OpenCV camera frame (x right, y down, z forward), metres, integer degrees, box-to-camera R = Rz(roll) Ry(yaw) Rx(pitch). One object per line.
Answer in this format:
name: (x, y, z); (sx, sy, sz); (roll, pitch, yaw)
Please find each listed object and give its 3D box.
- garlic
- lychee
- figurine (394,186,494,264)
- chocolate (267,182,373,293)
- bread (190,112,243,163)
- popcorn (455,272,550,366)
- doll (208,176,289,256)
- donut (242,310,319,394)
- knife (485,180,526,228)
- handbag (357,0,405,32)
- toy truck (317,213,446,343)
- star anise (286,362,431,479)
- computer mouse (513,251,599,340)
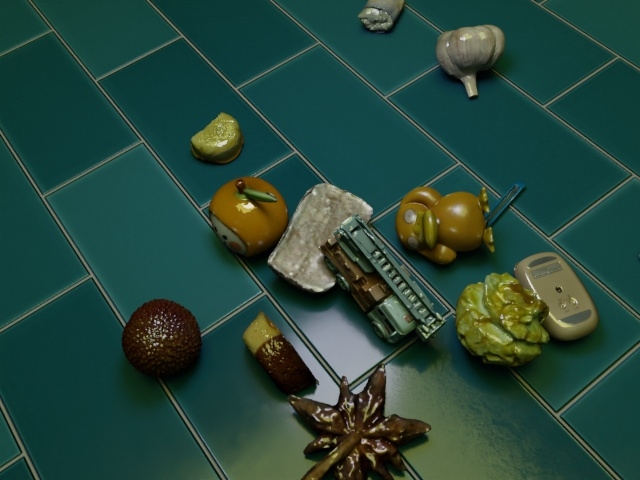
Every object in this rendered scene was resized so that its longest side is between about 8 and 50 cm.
garlic: (0.449, -0.538, 2.009); (0.219, 0.218, 0.211); (-5, 98, 1)
lychee: (-0.376, 0.229, 1.556); (0.195, 0.194, 0.194); (-2, 57, 3)
figurine: (0.313, -0.041, 1.674); (0.228, 0.215, 0.215); (-9, 57, -11)
chocolate: (0.000, 0.000, 1.714); (0.185, 0.100, 0.303); (27, 67, 6)
bread: (-0.294, -0.289, 1.935); (0.156, 0.086, 0.125); (-41, 73, -16)
popcorn: (0.409, 0.186, 1.519); (0.204, 0.183, 0.221); (-13, 43, -19)
doll: (-0.185, -0.085, 1.702); (0.214, 0.236, 0.213); (1, 54, -1)
donut: (-0.112, 0.257, 1.547); (0.085, 0.141, 0.217); (-38, 57, -10)
knife: (0.452, -0.067, 1.766); (0.044, 0.026, 0.296); (30, 64, 34)
handbag: (0.203, -0.759, 2.198); (0.117, 0.095, 0.173); (14, 51, 19)
toy truck: (0.149, 0.101, 1.556); (0.133, 0.184, 0.338); (-35, 83, -16)
star anise: (0.067, 0.430, 1.429); (0.350, 0.109, 0.292); (-16, 52, -5)
computer mouse: (0.563, 0.135, 1.592); (0.145, 0.082, 0.236); (-20, 56, -7)
